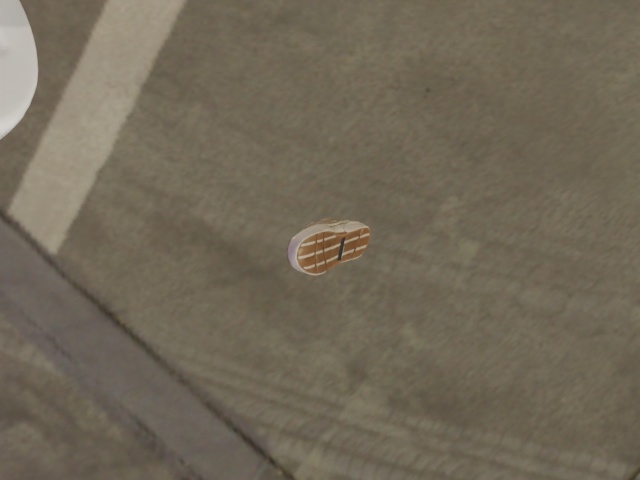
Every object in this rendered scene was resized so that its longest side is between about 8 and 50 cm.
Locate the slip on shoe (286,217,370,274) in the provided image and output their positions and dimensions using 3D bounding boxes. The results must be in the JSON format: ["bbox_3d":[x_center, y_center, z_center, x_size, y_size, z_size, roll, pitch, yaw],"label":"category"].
[{"bbox_3d":[0.000,0.000,1.208,0.041,0.135,0.051,24,111,27],"label":"slip on shoe"}]

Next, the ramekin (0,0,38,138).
[{"bbox_3d":[-0.412,-0.192,1.203,0.135,0.277,0.277,-25,89,30],"label":"ramekin"}]
